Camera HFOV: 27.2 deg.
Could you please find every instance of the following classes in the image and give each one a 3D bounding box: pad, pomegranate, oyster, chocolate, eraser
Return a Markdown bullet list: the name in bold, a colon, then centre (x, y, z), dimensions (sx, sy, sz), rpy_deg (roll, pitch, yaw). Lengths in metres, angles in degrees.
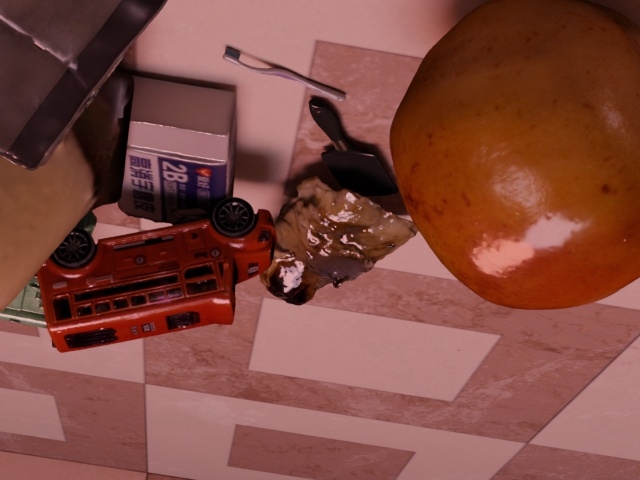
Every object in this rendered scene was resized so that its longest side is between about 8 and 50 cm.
- **pad**: centre (-0.226, -0.177, 1.046), dimensions (0.174, 0.022, 0.233), rpy_deg (34, 101, -35)
- **pomegranate**: centre (0.192, -0.077, 1.080), dimensions (0.264, 0.264, 0.264), rpy_deg (7, 156, 3)
- **oyster**: centre (0.006, 0.008, 1.480), dimensions (0.161, 0.107, 0.233), rpy_deg (29, 152, -27)
- **chocolate**: centre (-0.369, -0.041, 1.210), dimensions (0.326, 0.297, 0.314), rpy_deg (20, 153, -4)
- **eraser**: centre (-0.150, -0.089, 1.364), dimensions (0.124, 0.068, 0.210), rpy_deg (11, 156, 0)

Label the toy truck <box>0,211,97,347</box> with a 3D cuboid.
- **toy truck**: centre (-0.348, 0.018, 1.557), dimensions (0.155, 0.156, 0.279), rpy_deg (13, 156, -11)

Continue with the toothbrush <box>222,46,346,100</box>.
- **toothbrush**: centre (-0.033, -0.154, 1.247), dimensions (0.131, 0.013, 0.011), rpy_deg (18, 164, -25)

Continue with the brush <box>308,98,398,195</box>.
- **brush**: centre (0.027, -0.093, 1.360), dimensions (0.063, 0.016, 0.193), rpy_deg (0, 156, 21)

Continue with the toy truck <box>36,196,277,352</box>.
- **toy truck**: centre (-0.166, 0.040, 1.390), dimensions (0.253, 0.114, 0.107), rpy_deg (-10, 158, -6)
